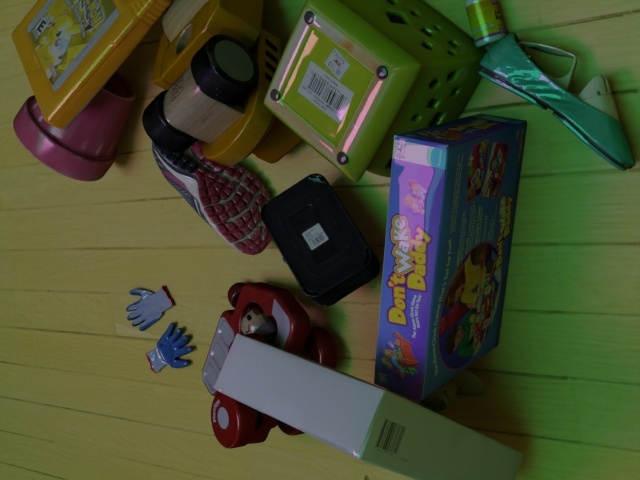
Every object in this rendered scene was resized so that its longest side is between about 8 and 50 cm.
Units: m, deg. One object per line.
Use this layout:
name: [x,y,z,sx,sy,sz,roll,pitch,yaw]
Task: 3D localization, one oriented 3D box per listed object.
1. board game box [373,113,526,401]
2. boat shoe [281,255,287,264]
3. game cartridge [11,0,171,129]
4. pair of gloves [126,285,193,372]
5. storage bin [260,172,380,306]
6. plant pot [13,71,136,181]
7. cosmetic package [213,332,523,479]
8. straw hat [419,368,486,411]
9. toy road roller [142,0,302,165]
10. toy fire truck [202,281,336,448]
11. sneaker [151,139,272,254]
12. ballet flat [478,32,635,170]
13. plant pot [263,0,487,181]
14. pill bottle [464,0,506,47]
board game box: [0.180,0.015,1.161,0.078,0.233,0.347,16,112,34]
boat shoe: [0.008,0.035,1.416,0.170,0.059,0.063,4,105,37]
game cartridge: [-0.415,-0.401,1.507,0.324,0.052,0.285,-46,53,18]
pair of gloves: [-0.340,0.183,1.761,0.159,0.023,0.198,-32,84,40]
storage bin: [0.000,0.000,1.348,0.122,0.084,0.180,-32,68,4]
plant pot: [-0.458,-0.246,1.631,0.201,0.201,0.180,47,111,18]
cosmetic package: [0.076,0.261,1.213,0.284,0.377,0.097,11,75,43]
straw hat: [0.175,0.227,1.290,0.144,0.061,0.144,25,158,11]
toy road roller: [-0.132,-0.269,1.381,0.202,0.240,0.329,-35,44,40]
toy fire truck: [-0.120,0.208,1.519,0.254,0.169,0.302,47,128,41]
sneaker: [-0.190,-0.095,1.515,0.299,0.121,0.112,51,157,14]
ballet flat: [0.319,-0.192,1.093,0.247,0.083,0.087,40,110,20]
plant pot: [0.064,-0.225,1.201,0.228,0.207,0.227,42,125,20]
pill bottle: [0.223,-0.309,1.154,0.043,0.043,0.083,-13,95,40]
